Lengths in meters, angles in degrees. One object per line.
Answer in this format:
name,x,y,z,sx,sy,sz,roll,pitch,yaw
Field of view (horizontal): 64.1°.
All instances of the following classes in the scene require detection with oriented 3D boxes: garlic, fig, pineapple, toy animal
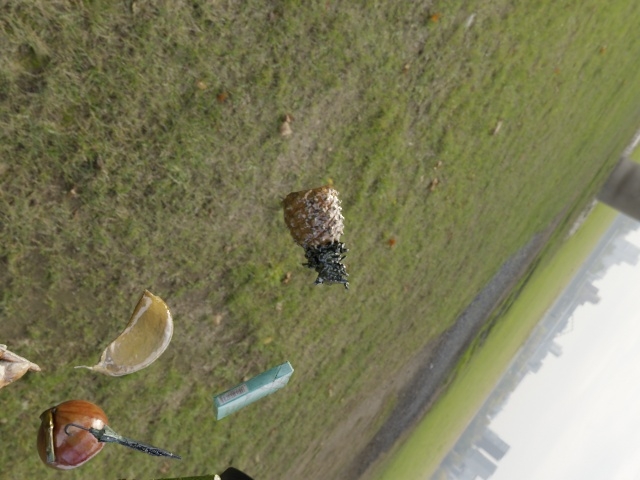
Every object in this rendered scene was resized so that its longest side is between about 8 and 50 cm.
garlic,-0.627,0.334,1.673,0.338,0.151,0.196,-54,130,-33
fig,-0.709,0.542,1.443,0.205,0.205,0.205,-41,152,-27
pineapple,0.000,0.000,1.309,0.158,0.158,0.279,-24,102,-48
toy animal,-0.769,0.348,1.196,0.184,0.104,0.185,62,40,-51

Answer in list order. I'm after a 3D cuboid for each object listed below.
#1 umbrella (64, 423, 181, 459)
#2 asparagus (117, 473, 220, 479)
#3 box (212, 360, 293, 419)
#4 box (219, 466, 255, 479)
umbrella,-0.443,0.455,1.165,0.044,0.269,0.044,-168,-82,-75
asparagus,-0.330,0.516,1.091,0.024,0.248,0.025,-1,82,-76
box,-0.195,0.430,1.461,0.229,0.041,0.162,-21,157,-23
box,-0.243,0.687,1.395,0.125,0.126,0.027,-32,126,-44
